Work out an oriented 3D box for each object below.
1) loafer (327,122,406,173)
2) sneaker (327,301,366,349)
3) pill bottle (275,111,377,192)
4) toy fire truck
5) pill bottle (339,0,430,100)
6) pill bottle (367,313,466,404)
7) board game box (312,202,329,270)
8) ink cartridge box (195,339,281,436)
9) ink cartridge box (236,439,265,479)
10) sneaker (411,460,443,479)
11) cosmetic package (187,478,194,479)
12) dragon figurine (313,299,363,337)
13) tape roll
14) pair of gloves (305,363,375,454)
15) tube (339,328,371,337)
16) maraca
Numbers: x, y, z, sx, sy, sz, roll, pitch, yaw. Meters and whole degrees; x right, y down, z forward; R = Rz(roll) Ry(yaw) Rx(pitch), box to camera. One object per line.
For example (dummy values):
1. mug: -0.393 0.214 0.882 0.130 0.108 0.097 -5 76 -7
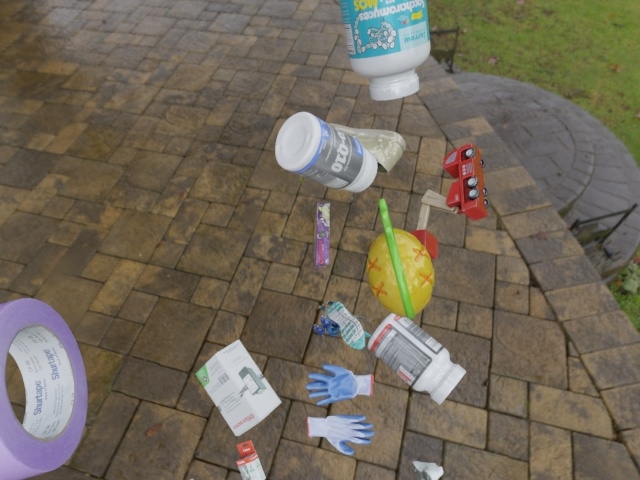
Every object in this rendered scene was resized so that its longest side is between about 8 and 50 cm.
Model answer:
1. loafer: 0.061 -0.209 1.031 0.268 0.102 0.092 7 68 27
2. sneaker: 0.086 0.237 1.206 0.065 0.076 0.166 -43 40 8
3. pill bottle: 0.012 -0.114 0.603 0.078 0.137 0.078 -12 72 41
4. toy fire truck: 0.228 -0.071 0.792 0.135 0.047 0.192 -19 54 39
5. pill bottle: 0.112 -0.388 0.767 0.146 0.264 0.146 -12 29 7
6. pill bottle: 0.389 0.475 1.795 0.363 0.210 0.210 39 65 23
7. board game box: 0.000 0.000 1.607 0.056 0.347 0.208 -3 82 -3
8. ink cartridge box: -0.314 0.559 1.666 0.289 0.211 0.121 53 39 10
9. ink cartridge box: -0.211 0.654 1.291 0.063 0.029 0.115 -29 79 25
10. sneaker: 0.349 0.753 1.439 0.061 0.152 0.054 -17 83 -19
11. cosmetic package: -0.550 0.933 1.491 0.153 0.296 0.129 -30 70 9
12. dragon figurine: 0.069 0.324 1.721 0.085 0.289 0.144 -31 50 26
13. tape roll: -0.487 0.236 0.708 0.090 0.275 0.275 -15 54 -5
14. pair of gloves: 0.045 0.386 1.007 0.159 0.023 0.198 0 85 9
15. tube: 0.139 0.389 1.944 0.080 0.207 0.052 29 93 59
16. maraca: 0.116 0.028 0.672 0.099 0.127 0.186 -14 83 7
